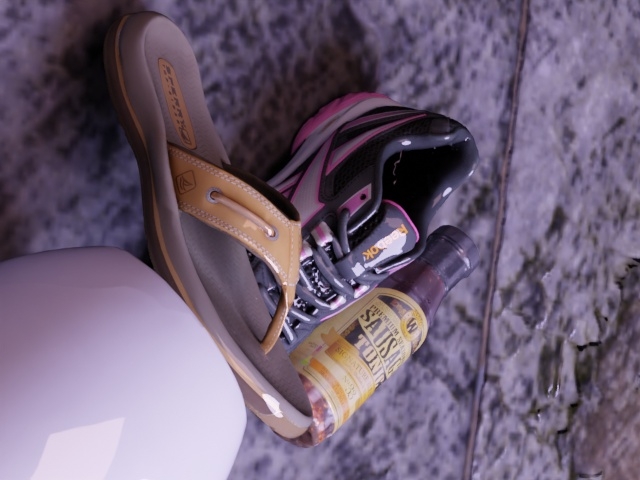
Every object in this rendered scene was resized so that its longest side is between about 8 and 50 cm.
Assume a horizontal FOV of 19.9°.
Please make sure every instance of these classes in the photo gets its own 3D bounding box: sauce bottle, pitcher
[{"bbox_3d":[0.024,0.038,0.809,0.128,0.042,0.042,-44,121,-31],"label":"sauce bottle"},{"bbox_3d":[-0.140,0.072,0.613,0.207,0.125,0.178,-37,116,-22],"label":"pitcher"}]

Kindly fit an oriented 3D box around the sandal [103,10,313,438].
[{"bbox_3d":[-0.035,-0.013,0.696,0.072,0.049,0.180,26,44,-65],"label":"sandal"}]

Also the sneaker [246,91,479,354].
[{"bbox_3d":[0.000,0.000,0.760,0.178,0.077,0.072,-53,124,-25],"label":"sneaker"}]
